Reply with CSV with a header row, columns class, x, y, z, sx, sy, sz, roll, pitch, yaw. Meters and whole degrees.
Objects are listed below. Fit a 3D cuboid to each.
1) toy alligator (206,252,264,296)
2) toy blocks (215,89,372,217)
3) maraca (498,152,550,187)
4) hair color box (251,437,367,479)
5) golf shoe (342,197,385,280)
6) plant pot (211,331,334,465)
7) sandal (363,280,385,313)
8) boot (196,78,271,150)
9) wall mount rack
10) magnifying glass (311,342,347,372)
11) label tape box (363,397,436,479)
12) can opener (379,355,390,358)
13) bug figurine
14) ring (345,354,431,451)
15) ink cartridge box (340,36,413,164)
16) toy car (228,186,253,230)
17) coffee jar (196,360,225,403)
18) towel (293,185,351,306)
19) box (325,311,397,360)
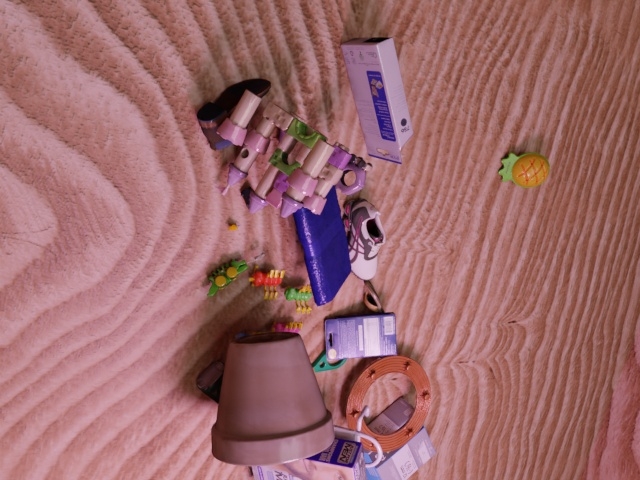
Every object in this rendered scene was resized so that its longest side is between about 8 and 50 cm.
class,x,y,z,sx,sy,sz,roll,pitch,yaw
toy alligator,-0.238,0.077,1.513,0.190,0.056,0.051,-39,83,-15
toy blocks,-0.085,-0.160,1.377,0.260,0.289,0.309,-58,160,12
maraca,0.716,-0.249,1.981,0.186,0.099,0.127,6,109,-9
hair color box,-0.038,0.680,1.687,0.110,0.339,0.185,-53,140,-58
golf shoe,0.136,0.012,1.686,0.105,0.120,0.272,-24,120,-26
plant pot,-0.135,0.393,1.473,0.323,0.323,0.280,-5,89,-31
sandal,0.168,0.201,1.814,0.049,0.072,0.180,-24,125,0
boot,-0.207,-0.314,1.394,0.219,0.082,0.106,-38,148,-25
wall mount rack,0.035,0.644,1.776,0.130,0.350,0.304,-34,129,-64
magnifying glass,-0.005,0.398,1.794,0.231,0.026,0.092,-28,119,-24
label tape box,0.227,0.772,2.021,0.348,0.115,0.249,-36,122,-19
can opener,0.182,0.359,1.875,0.073,0.059,0.186,-52,125,-7
bug figurine,-0.133,0.203,1.609,0.216,0.072,0.279,10,105,-30
ring,0.239,0.553,1.899,0.337,0.032,0.336,-4,99,-24
ink cartridge box,0.161,-0.378,1.532,0.065,0.165,0.332,-29,121,-22
toy car,-0.209,-0.084,1.493,0.122,0.060,0.040,-45,171,9
coffee jar,-0.263,0.432,1.604,0.096,0.079,0.184,-46,125,-19
towel,0.000,0.000,1.573,0.227,0.076,0.308,-49,132,-54
box,0.126,0.302,1.783,0.225,0.036,0.136,-4,97,-7
